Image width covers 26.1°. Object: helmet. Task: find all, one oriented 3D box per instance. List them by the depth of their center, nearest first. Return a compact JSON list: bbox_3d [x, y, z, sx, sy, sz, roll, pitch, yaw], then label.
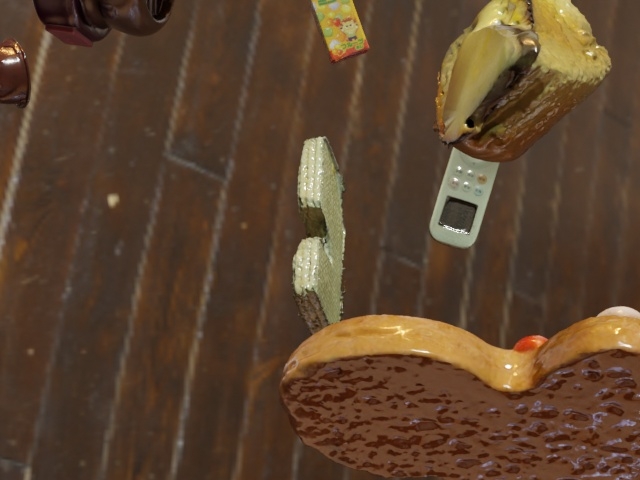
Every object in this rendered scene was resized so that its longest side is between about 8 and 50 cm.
[{"bbox_3d":[-0.404,-0.204,1.711,0.057,0.111,0.089,-15,107,-27],"label":"helmet"}]

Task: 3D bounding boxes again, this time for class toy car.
[{"bbox_3d":[-0.216,-0.403,1.714,0.271,0.240,0.340,20,80,-83],"label":"toy car"}]

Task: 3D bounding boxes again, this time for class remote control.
[{"bbox_3d":[0.266,-0.133,2.406,0.090,0.038,0.309,19,77,0],"label":"remote control"}]

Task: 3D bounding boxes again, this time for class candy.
[{"bbox_3d":[0.026,-0.338,2.126,0.062,0.038,0.122,-20,88,-8],"label":"candy"}]

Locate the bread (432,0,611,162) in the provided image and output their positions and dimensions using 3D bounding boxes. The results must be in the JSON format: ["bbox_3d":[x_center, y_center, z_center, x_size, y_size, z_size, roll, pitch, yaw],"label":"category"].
[{"bbox_3d":[0.236,-0.194,1.680,0.162,0.204,0.262,37,35,-16],"label":"bread"}]

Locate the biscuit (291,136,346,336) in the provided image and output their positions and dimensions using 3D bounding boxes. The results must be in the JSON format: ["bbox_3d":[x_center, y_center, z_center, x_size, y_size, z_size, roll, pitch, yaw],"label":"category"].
[{"bbox_3d":[0.000,0.000,1.824,0.147,0.046,0.250,66,24,-57],"label":"biscuit"}]

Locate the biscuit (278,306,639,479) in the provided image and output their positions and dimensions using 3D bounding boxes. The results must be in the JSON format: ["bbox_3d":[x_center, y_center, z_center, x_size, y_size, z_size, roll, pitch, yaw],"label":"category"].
[{"bbox_3d":[0.136,0.103,0.713,0.324,0.205,0.049,13,50,-7],"label":"biscuit"}]
